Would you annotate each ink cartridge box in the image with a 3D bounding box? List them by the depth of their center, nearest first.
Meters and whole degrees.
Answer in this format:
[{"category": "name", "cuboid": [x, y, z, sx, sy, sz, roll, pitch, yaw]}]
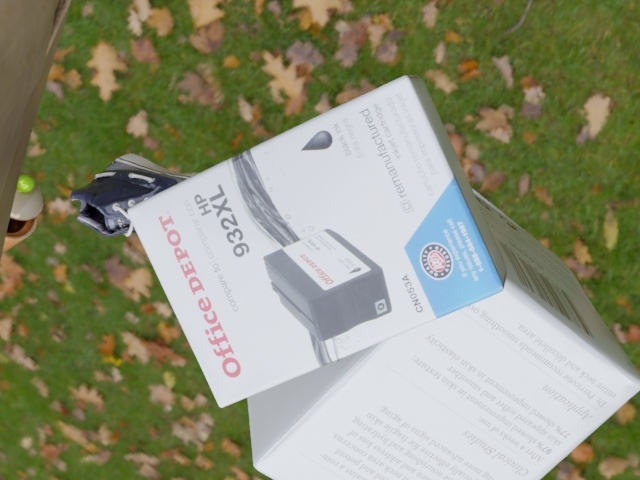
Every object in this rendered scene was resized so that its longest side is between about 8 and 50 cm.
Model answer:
[{"category": "ink cartridge box", "cuboid": [0.000, 0.000, 1.038, 0.307, 0.129, 0.223, -24, 93, 14]}]

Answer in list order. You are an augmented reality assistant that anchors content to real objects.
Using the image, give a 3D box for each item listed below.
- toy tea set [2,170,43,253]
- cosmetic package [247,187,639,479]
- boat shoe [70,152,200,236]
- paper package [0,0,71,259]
[{"category": "toy tea set", "cuboid": [-0.430, -0.075, 1.031, 0.124, 0.336, 0.200, -38, 66, 37]}, {"category": "cosmetic package", "cuboid": [0.140, 0.156, 1.418, 0.329, 0.327, 0.394, 36, 108, -24]}, {"category": "boat shoe", "cuboid": [-0.290, -0.049, 1.846, 0.340, 0.158, 0.127, 17, 133, 38]}, {"category": "paper package", "cuboid": [-0.314, -0.054, 0.503, 0.324, 0.168, 0.309, 22, 133, -9]}]
